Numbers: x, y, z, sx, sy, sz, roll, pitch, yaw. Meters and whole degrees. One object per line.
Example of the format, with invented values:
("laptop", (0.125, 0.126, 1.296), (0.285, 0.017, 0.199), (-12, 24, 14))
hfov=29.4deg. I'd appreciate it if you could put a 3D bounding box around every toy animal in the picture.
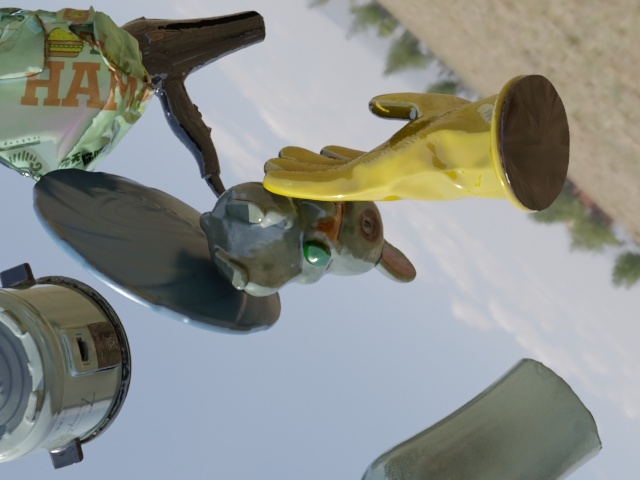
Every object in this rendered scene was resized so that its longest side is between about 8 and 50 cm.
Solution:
("toy animal", (-0.002, -0.009, 1.237), (0.236, 0.108, 0.138), (-6, -156, -39))

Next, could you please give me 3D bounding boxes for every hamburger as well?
("hamburger", (-0.317, -0.180, 1.410), (0.235, 0.214, 0.125), (33, 174, 17))

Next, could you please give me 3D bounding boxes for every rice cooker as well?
("rice cooker", (-0.388, 0.170, 1.626), (0.227, 0.241, 0.281), (-3, -108, -67))

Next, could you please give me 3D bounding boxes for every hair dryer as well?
("hair dryer", (-0.166, -0.181, 1.800), (0.303, 0.120, 0.359), (-18, -106, -33))

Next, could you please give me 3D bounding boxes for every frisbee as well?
("frisbee", (-0.159, -0.004, 1.262), (0.289, 0.049, 0.289), (29, -164, -9))

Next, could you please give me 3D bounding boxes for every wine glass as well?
("wine glass", (0.083, 0.181, 0.845), (0.103, 0.231, 0.103), (47, 159, 24))

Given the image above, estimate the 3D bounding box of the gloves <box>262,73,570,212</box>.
("gloves", (0.068, -0.079, 1.112), (0.294, 0.116, 0.133), (-1, -175, 39))
